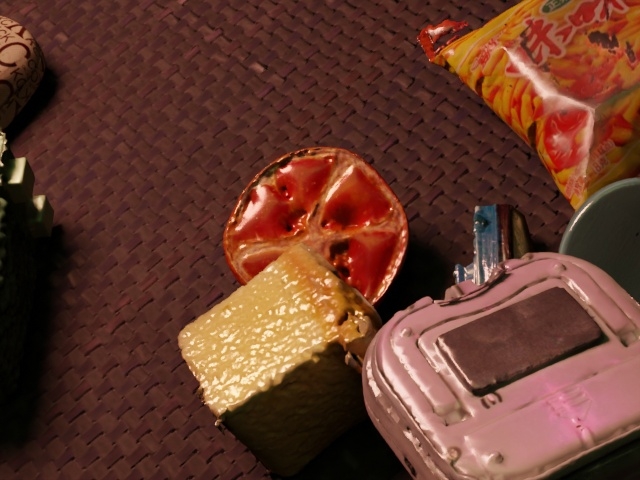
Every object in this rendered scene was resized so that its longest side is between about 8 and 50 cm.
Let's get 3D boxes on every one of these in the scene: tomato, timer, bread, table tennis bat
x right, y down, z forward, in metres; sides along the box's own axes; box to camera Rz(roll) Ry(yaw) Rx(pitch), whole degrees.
[{"bbox_3d":[0.000,0.000,1.071,0.155,0.069,0.156,-1,81,4],"label":"tomato"},{"bbox_3d":[0.143,0.098,0.870,0.208,0.069,0.191,-25,47,-16],"label":"timer"},{"bbox_3d":[-0.022,0.090,0.990,0.147,0.127,0.152,-33,50,-2],"label":"bread"},{"bbox_3d":[0.263,-0.016,0.965,0.124,0.033,0.201,29,93,-1],"label":"table tennis bat"}]

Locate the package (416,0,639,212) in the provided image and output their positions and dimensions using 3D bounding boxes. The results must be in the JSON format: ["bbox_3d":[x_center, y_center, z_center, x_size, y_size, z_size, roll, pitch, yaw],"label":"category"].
[{"bbox_3d":[0.239,-0.136,1.070,0.223,0.108,0.288,-31,56,3],"label":"package"}]

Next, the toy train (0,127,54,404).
[{"bbox_3d":[-0.356,0.031,1.141,0.188,0.159,0.272,-4,53,5],"label":"toy train"}]

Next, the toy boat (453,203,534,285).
[{"bbox_3d":[0.140,0.031,1.022,0.060,0.060,0.137,-29,46,31],"label":"toy boat"}]

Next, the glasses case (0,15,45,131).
[{"bbox_3d":[-0.430,-0.098,1.302,0.137,0.085,0.355,27,68,34],"label":"glasses case"}]
